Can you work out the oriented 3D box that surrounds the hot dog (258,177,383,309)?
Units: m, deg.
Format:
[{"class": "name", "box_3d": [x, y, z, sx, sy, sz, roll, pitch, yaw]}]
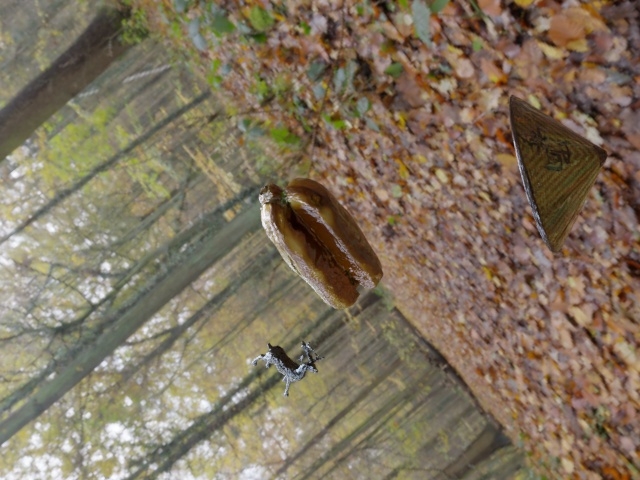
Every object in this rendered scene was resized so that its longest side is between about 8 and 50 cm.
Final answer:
[{"class": "hot dog", "box_3d": [0.000, 0.000, 1.016, 0.337, 0.135, 0.100, 49, -174, -47]}]

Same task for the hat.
[{"class": "hat", "box_3d": [0.281, -0.085, 0.676, 0.193, 0.082, 0.193, 34, -131, -50]}]

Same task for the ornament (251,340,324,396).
[{"class": "ornament", "box_3d": [-0.042, 0.162, 0.803, 0.073, 0.028, 0.125, 44, 140, 2]}]
